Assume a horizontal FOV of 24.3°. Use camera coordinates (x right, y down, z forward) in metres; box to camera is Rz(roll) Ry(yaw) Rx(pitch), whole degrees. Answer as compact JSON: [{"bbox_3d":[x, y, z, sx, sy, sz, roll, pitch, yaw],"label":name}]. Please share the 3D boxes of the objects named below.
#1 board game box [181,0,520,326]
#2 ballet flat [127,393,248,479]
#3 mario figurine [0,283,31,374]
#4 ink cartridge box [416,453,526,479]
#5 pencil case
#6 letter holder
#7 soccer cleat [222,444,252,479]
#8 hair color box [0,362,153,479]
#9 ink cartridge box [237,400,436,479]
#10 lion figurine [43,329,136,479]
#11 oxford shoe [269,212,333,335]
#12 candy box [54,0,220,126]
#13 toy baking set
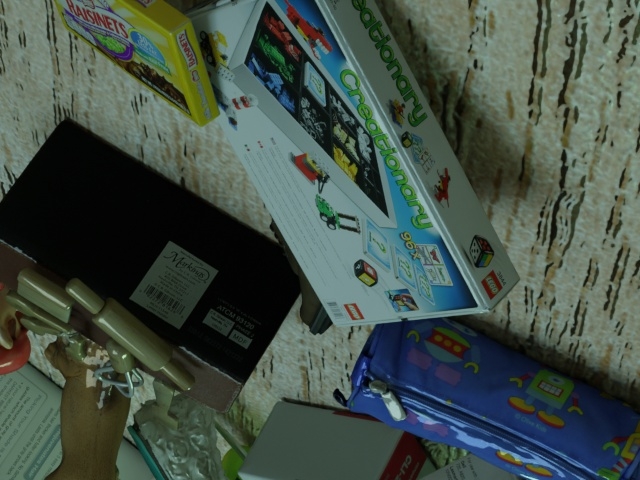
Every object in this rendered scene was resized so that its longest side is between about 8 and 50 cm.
[{"bbox_3d":[0.015,-0.072,1.203,0.193,0.053,0.305,-9,115,50],"label":"board game box"},{"bbox_3d":[-0.102,0.371,1.863,0.147,0.147,0.408,-25,90,56],"label":"ballet flat"},{"bbox_3d":[-0.433,0.029,1.839,0.198,0.170,0.320,-127,17,-50],"label":"mario figurine"},{"bbox_3d":[0.126,0.374,1.647,0.278,0.117,0.201,-28,129,7],"label":"ink cartridge box"},{"bbox_3d":[0.169,0.164,1.429,0.306,0.133,0.119,24,117,11],"label":"pencil case"},{"bbox_3d":[-0.192,0.049,1.571,0.302,0.152,0.214,31,153,0],"label":"letter holder"},{"bbox_3d":[-0.069,0.380,2.028,0.121,0.093,0.289,9,144,46],"label":"soccer cleat"},{"bbox_3d":[-0.438,0.297,2.145,0.374,0.185,0.114,42,149,-18],"label":"hair color box"},{"bbox_3d":[0.056,0.329,1.805,0.197,0.114,0.273,5,143,38],"label":"ink cartridge box"},{"bbox_3d":[-0.275,0.214,1.755,0.142,0.392,0.240,-2,176,-15],"label":"lion figurine"},{"bbox_3d":[0.000,0.000,1.392,0.096,0.083,0.227,26,139,15],"label":"oxford shoe"},{"bbox_3d":[-0.164,-0.181,1.241,0.206,0.027,0.105,36,153,36],"label":"candy box"},{"bbox_3d":[-0.211,0.107,1.497,0.256,0.030,0.197,41,156,-20],"label":"toy baking set"}]
